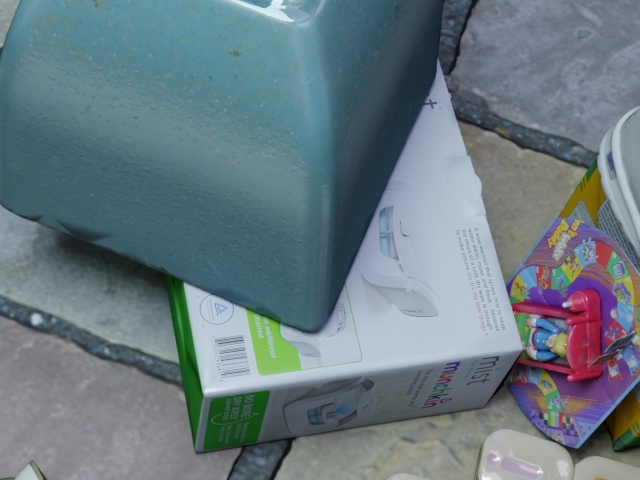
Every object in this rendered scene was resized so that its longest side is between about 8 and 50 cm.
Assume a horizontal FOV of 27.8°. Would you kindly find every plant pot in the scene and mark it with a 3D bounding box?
[{"bbox_3d":[-0.058,-0.138,0.821,0.247,0.252,0.248,21,62,6],"label":"plant pot"}]

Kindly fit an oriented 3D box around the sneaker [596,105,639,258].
[{"bbox_3d":[0.263,0.021,0.799,0.105,0.115,0.281,-20,69,-18],"label":"sneaker"}]

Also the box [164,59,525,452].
[{"bbox_3d":[0.000,0.000,0.967,0.231,0.127,0.262,-8,63,-13],"label":"box"}]

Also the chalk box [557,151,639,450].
[{"bbox_3d":[0.343,0.019,0.979,0.288,0.179,0.180,-13,65,-15],"label":"chalk box"}]

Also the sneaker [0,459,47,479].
[{"bbox_3d":[-0.189,0.247,0.849,0.086,0.064,0.192,-24,68,-11],"label":"sneaker"}]

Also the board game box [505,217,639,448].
[{"bbox_3d":[0.167,0.067,0.932,0.033,0.169,0.133,-7,53,-34],"label":"board game box"}]

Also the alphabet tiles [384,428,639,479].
[{"bbox_3d":[0.157,0.278,0.903,0.278,0.021,0.284,16,61,-2],"label":"alphabet tiles"}]
